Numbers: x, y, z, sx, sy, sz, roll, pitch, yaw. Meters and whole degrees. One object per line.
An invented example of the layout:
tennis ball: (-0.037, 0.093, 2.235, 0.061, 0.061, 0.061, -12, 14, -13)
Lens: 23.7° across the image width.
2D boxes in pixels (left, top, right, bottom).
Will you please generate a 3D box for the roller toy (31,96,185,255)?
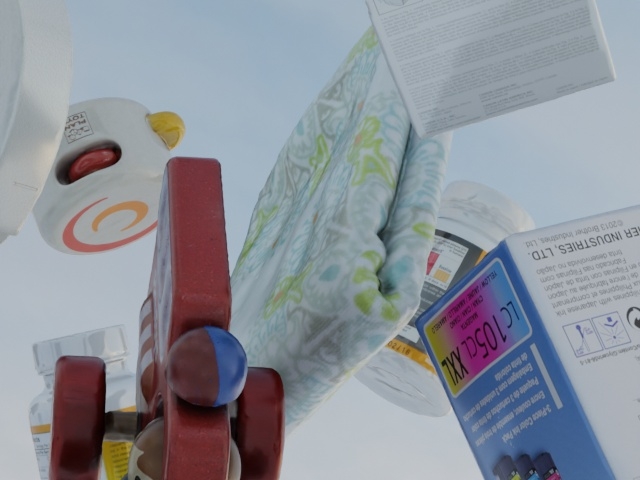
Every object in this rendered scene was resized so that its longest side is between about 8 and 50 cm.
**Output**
roller toy: (-0.282, -0.087, 1.944, 0.209, 0.191, 0.146, -43, -119, 36)

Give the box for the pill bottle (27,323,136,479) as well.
pill bottle: (-0.230, 0.218, 1.603, 0.136, 0.136, 0.245, -14, -92, 51)

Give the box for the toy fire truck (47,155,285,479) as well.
toy fire truck: (-0.099, 0.119, 1.033, 0.169, 0.302, 0.254, 4, -53, -9)

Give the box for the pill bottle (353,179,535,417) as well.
pill bottle: (0.156, 0.072, 1.946, 0.162, 0.278, 0.162, 27, -18, 10)

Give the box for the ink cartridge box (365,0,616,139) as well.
ink cartridge box: (0.104, -0.160, 1.004, 0.145, 0.045, 0.179, -17, -50, 10)

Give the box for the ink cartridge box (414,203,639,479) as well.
ink cartridge box: (0.273, 0.173, 1.030, 0.395, 0.270, 0.151, 66, -30, 20)

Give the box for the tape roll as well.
tape roll: (-0.415, -0.148, 1.601, 0.392, 0.392, 0.072, 3, -8, 39)

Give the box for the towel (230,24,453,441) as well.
towel: (0.000, 0.000, 1.321, 0.090, 0.374, 0.320, 25, -43, -13)
